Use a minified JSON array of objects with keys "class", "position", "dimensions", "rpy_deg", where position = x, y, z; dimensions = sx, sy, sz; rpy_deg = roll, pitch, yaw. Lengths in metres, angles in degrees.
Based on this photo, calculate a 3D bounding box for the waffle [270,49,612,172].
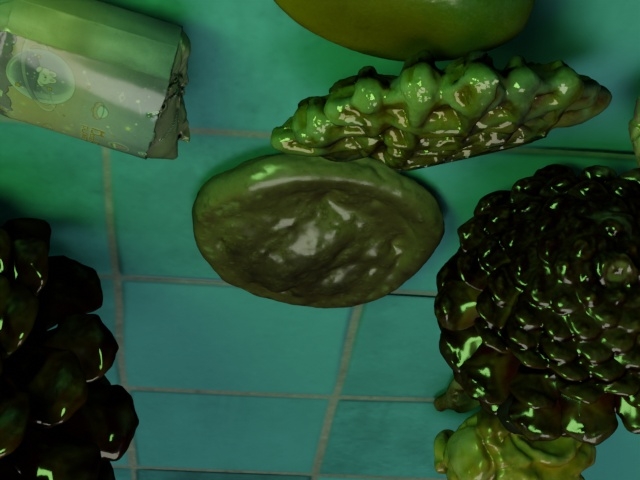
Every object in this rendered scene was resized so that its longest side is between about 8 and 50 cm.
[{"class":"waffle","position":[0.089,-0.088,0.860],"dimensions":[0.223,0.054,0.204],"rpy_deg":[-12,169,39]}]

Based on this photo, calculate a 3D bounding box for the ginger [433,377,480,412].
[{"class":"ginger","position":[0.167,0.186,1.387],"dimensions":[0.048,0.030,0.097],"rpy_deg":[10,147,-12]}]

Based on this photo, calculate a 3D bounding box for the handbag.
[{"class":"handbag","position":[-0.170,-0.125,0.863],"dimensions":[0.173,0.095,0.117],"rpy_deg":[16,150,-10]}]

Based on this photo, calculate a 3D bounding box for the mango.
[{"class":"mango","position":[0.050,-0.176,0.791],"dimensions":[0.191,0.086,0.122],"rpy_deg":[9,159,1]}]

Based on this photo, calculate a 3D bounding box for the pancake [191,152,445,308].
[{"class":"pancake","position":[0.000,0.000,1.084],"dimensions":[0.241,0.050,0.242],"rpy_deg":[-1,148,0]}]

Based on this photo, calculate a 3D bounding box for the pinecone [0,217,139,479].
[{"class":"pinecone","position":[-0.344,0.153,1.014],"dimensions":[0.397,0.398,0.398],"rpy_deg":[0,147,0]}]

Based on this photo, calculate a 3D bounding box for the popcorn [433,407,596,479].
[{"class":"popcorn","position":[0.224,0.258,1.379],"dimensions":[0.194,0.140,0.163],"rpy_deg":[7,142,-45]}]

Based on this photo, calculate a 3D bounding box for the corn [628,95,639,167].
[{"class":"corn","position":[0.337,0.030,0.889],"dimensions":[0.126,0.335,0.127],"rpy_deg":[-26,165,-8]}]

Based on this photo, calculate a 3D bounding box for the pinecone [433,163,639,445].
[{"class":"pinecone","position":[0.216,0.074,1.036],"dimensions":[0.246,0.246,0.292],"rpy_deg":[-1,158,1]}]
